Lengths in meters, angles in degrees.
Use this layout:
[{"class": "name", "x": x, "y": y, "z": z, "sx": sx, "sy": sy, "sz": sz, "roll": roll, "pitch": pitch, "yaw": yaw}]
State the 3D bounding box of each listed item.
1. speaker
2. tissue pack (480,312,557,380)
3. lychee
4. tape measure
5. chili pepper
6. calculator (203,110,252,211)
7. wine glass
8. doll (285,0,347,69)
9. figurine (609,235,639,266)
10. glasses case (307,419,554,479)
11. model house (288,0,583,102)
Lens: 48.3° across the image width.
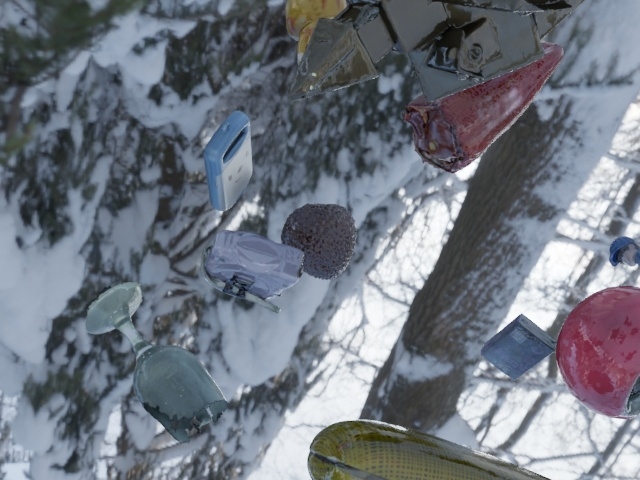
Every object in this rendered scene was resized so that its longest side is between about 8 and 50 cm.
[{"class": "speaker", "x": 0.649, "y": 0.237, "z": 1.537, "sx": 0.294, "sy": 0.294, "sz": 0.294, "roll": 13, "pitch": -152, "yaw": -7}, {"class": "tissue pack", "x": 0.475, "y": 0.258, "z": 1.719, "sx": 0.112, "sy": 0.156, "sz": 0.051, "roll": 38, "pitch": -138, "yaw": 1}, {"class": "lychee", "x": -0.005, "y": -0.004, "z": 1.720, "sx": 0.194, "sy": 0.195, "sz": 0.194, "roll": 13, "pitch": -152, "yaw": -7}, {"class": "tape measure", "x": -0.144, "y": 0.061, "z": 1.419, "sx": 0.196, "sy": 0.178, "sz": 0.105, "roll": 15, "pitch": -117, "yaw": -9}, {"class": "chili pepper", "x": 0.244, "y": -0.207, "z": 1.042, "sx": 0.252, "sy": 0.144, "sz": 0.136, "roll": -36, "pitch": -107, "yaw": -15}, {"class": "calculator", "x": -0.165, "y": -0.142, "z": 1.293, "sx": 0.039, "sy": 0.210, "sz": 0.121, "roll": 23, "pitch": -121, "yaw": 11}, {"class": "wine glass", "x": -0.310, "y": 0.225, "z": 1.344, "sx": 0.143, "sy": 0.143, "sz": 0.321, "roll": -17, "pitch": -128, "yaw": -46}, {"class": "doll", "x": 0.006, "y": -0.470, "z": 1.652, "sx": 0.166, "sy": 0.162, "sz": 0.270, "roll": -13, "pitch": -102, "yaw": -49}, {"class": "figurine", "x": 0.796, "y": 0.040, "z": 1.789, "sx": 0.149, "sy": 0.087, "sz": 0.086, "roll": 20, "pitch": 173, "yaw": 43}, {"class": "glasses case", "x": 0.103, "y": 0.161, "z": 0.413, "sx": 0.234, "sy": 0.064, "sz": 0.079, "roll": 25, "pitch": 165, "yaw": -15}, {"class": "model house", "x": 0.079, "y": -0.178, "z": 0.531, "sx": 0.248, "sy": 0.181, "sz": 0.176, "roll": -43, "pitch": -142, "yaw": -9}]
